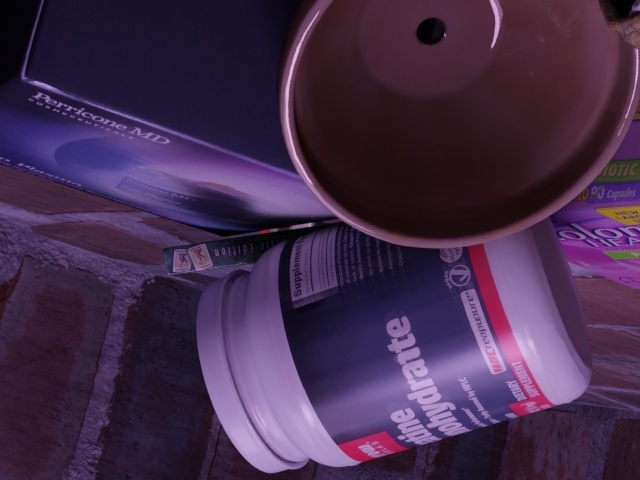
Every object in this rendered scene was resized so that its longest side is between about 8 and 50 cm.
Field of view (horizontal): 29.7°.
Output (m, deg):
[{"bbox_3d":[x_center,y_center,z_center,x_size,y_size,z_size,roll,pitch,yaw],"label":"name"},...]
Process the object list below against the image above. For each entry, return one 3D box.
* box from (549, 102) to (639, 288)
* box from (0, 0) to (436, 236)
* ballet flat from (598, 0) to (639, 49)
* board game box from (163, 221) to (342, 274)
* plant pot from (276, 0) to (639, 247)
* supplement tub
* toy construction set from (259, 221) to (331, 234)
[{"bbox_3d":[0.291,-0.042,1.063,0.243,0.117,0.214,21,167,-33],"label":"box"},{"bbox_3d":[-0.120,-0.130,0.950,0.296,0.182,0.294,18,167,-27],"label":"box"},{"bbox_3d":[0.203,-0.170,0.568,0.123,0.123,0.348,13,169,3],"label":"ballet flat"},{"bbox_3d":[0.000,0.000,1.107,0.260,0.030,0.136,-8,177,11],"label":"board game box"},{"bbox_3d":[0.085,-0.120,0.807,0.237,0.237,0.109,17,-151,-19],"label":"plant pot"},{"bbox_3d":[0.060,0.069,0.957,0.272,0.191,0.191,-20,157,18],"label":"supplement tub"},{"bbox_3d":[0.078,-0.045,1.268,0.328,0.151,0.215,-2,164,19],"label":"toy construction set"}]
